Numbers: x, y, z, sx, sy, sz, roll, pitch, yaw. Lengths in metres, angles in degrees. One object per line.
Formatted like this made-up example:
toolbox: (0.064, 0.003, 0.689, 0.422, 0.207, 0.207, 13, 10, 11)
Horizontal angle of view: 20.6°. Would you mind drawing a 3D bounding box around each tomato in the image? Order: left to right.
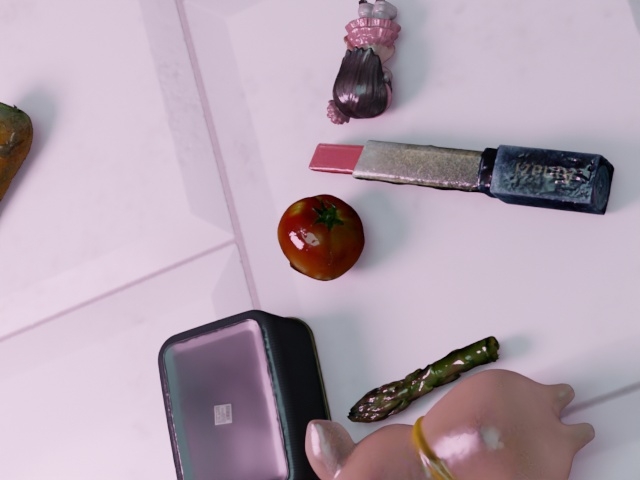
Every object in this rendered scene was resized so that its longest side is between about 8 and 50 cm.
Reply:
tomato: (0.000, 0.000, 1.729, 0.087, 0.087, 0.075, 52, 137, 26)

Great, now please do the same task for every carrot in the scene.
carrot: (-0.404, -0.016, 1.940, 0.078, 0.078, 0.298, 32, 99, 28)

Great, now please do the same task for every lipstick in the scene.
lipstick: (0.124, -0.070, 1.699, 0.312, 0.051, 0.051, 8, 83, 28)

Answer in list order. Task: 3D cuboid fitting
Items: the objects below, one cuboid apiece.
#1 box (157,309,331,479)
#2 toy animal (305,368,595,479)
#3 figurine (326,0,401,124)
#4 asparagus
box: (-0.073, 0.174, 1.715, 0.145, 0.090, 0.201, -17, 70, 21)
toy animal: (0.127, 0.209, 1.585, 0.248, 0.149, 0.165, -27, 52, 6)
figurine: (0.041, -0.180, 1.764, 0.072, 0.054, 0.129, -1, 75, 30)
asparagus: (0.096, 0.135, 1.672, 0.165, 0.030, 0.036, -29, 29, 17)
